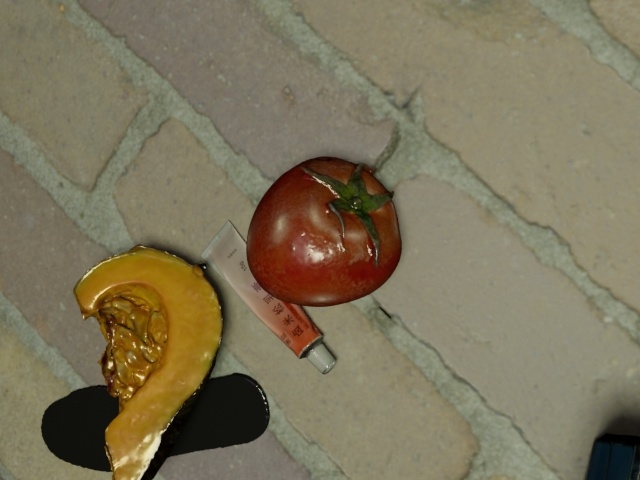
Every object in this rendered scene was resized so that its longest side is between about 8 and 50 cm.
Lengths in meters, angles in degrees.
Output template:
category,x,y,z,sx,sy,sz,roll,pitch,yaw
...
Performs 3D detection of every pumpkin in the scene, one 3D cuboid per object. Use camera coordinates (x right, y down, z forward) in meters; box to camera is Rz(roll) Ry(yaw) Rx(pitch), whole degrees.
category,x,y,z,sx,sy,sz,roll,pitch,yaw
pumpkin,-0.176,0.148,0.725,0.162,0.111,0.279,-18,73,1

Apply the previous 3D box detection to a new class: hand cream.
category,x,y,z,sx,sy,sz,roll,pitch,yaw
hand cream,-0.059,0.070,0.717,0.052,0.038,0.216,-41,75,-13

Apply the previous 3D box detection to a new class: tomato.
category,x,y,z,sx,sy,sz,roll,pitch,yaw
tomato,0.000,0.000,0.637,0.167,0.167,0.168,1,92,18

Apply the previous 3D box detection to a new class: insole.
category,x,y,z,sx,sy,sz,roll,pitch,yaw
insole,-0.224,0.236,0.787,0.348,0.009,0.119,-14,89,18

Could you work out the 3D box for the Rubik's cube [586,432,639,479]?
category,x,y,z,sx,sy,sz,roll,pitch,yaw
Rubik's cube,0.321,0.276,0.507,0.180,0.167,0.184,17,79,17
